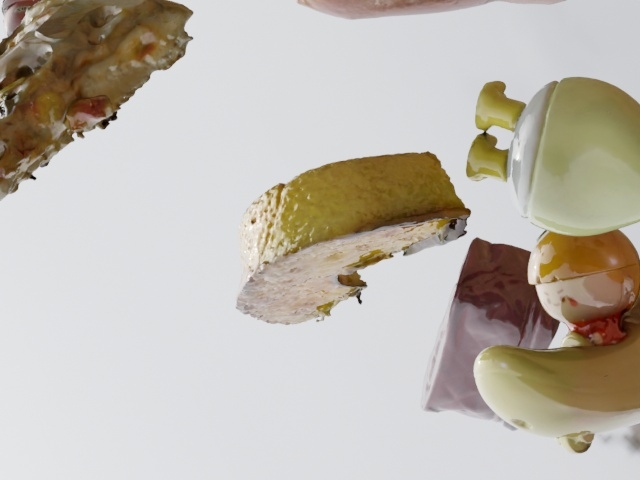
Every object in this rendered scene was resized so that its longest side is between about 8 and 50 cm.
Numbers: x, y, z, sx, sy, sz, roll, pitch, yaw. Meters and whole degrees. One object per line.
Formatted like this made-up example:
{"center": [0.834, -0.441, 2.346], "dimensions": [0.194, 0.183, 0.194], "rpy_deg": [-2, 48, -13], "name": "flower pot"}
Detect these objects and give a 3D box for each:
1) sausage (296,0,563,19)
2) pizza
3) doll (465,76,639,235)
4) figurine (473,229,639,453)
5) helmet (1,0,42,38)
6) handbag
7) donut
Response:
{"center": [0.144, -0.294, 1.919], "dimensions": [0.349, 0.097, 0.094], "rpy_deg": [-6, -103, -13], "name": "sausage"}
{"center": [-0.250, -0.115, 1.499], "dimensions": [0.189, 0.297, 0.071], "rpy_deg": [20, 149, 39], "name": "pizza"}
{"center": [0.273, -0.060, 1.557], "dimensions": [0.296, 0.141, 0.117], "rpy_deg": [14, -164, 9], "name": "doll"}
{"center": [0.273, 0.081, 1.724], "dimensions": [0.325, 0.124, 0.222], "rpy_deg": [-12, -89, -37], "name": "figurine"}
{"center": [-0.304, -0.219, 1.882], "dimensions": [0.084, 0.065, 0.049], "rpy_deg": [63, -156, -43], "name": "helmet"}
{"center": [0.203, 0.111, 2.084], "dimensions": [0.135, 0.225, 0.146], "rpy_deg": [14, -140, 2], "name": "handbag"}
{"center": [0.000, -0.002, 1.640], "dimensions": [0.152, 0.259, 0.101], "rpy_deg": [1, -111, -40], "name": "donut"}
